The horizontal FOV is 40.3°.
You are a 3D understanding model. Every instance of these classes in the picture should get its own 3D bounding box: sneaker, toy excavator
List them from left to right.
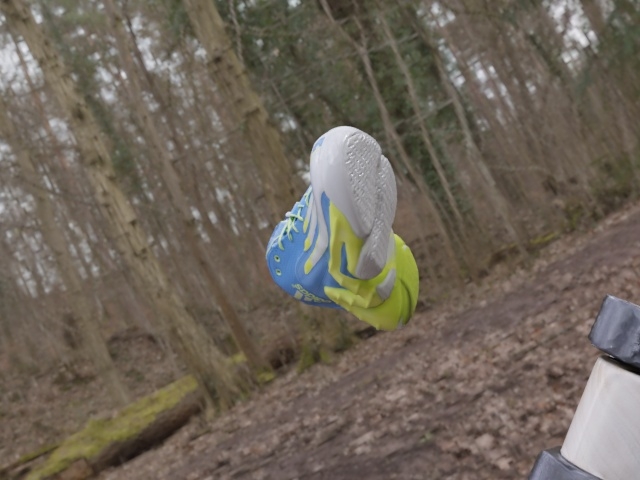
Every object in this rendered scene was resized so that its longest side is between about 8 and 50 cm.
[{"bbox_3d":[0.000,0.000,0.699,0.126,0.091,0.240,5,-34,20],"label":"sneaker"},{"bbox_3d":[0.490,0.252,0.908,0.433,0.445,0.222,15,-81,-63],"label":"toy excavator"}]
